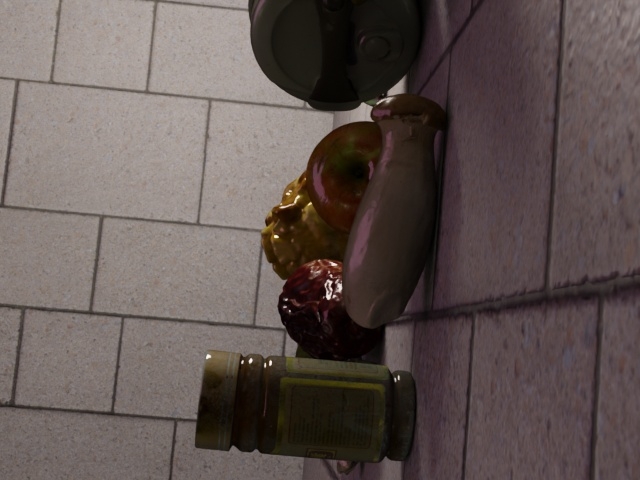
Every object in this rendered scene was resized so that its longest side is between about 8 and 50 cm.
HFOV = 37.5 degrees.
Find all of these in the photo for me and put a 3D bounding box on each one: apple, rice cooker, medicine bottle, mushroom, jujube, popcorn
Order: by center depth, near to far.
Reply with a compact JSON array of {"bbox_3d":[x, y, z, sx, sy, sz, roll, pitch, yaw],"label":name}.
[{"bbox_3d":[0.109,-0.042,1.395,0.128,0.129,0.349,-109,27,-82],"label":"mushroom"},{"bbox_3d":[-0.024,0.257,1.451,0.151,0.323,0.151,-174,90,-87],"label":"medicine bottle"},{"bbox_3d":[0.072,-0.104,1.591,0.196,0.196,0.195,-175,90,-86],"label":"apple"},{"bbox_3d":[0.025,-0.433,1.765,0.335,0.336,0.325,99,174,-46],"label":"rice cooker"},{"bbox_3d":[0.028,0.147,1.952,0.342,0.217,0.216,-163,78,-79],"label":"jujube"},{"bbox_3d":[0.000,0.000,2.184,0.225,0.265,0.332,21,133,58],"label":"popcorn"}]

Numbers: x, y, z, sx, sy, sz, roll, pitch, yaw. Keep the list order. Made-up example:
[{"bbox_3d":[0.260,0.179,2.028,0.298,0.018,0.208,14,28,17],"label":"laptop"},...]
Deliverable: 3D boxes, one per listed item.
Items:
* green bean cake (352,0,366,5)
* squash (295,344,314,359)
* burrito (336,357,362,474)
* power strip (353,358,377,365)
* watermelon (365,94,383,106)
[{"bbox_3d":[0.090,-0.516,1.415,0.310,0.202,0.285,-37,-33,-35],"label":"green bean cake"},{"bbox_3d":[0.013,0.206,2.356,0.204,0.155,0.236,-95,9,-61],"label":"squash"},{"bbox_3d":[0.065,0.362,2.018,0.082,0.059,0.275,121,155,-57],"label":"burrito"},{"bbox_3d":[0.048,0.328,1.910,0.272,0.052,0.078,124,154,-46],"label":"power strip"},{"bbox_3d":[0.104,-0.396,2.190,0.098,0.121,0.158,-23,-55,-69],"label":"watermelon"}]
